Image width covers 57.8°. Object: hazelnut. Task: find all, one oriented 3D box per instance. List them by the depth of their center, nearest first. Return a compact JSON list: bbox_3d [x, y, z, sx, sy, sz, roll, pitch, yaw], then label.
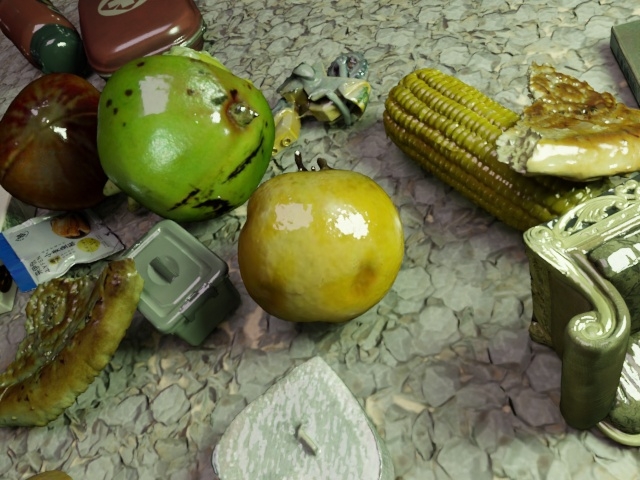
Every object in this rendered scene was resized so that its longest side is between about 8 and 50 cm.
[{"bbox_3d":[-0.436,-0.168,0.969,0.229,0.230,0.230,-11,52,14],"label":"hazelnut"}]

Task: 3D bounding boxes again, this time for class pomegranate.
[{"bbox_3d":[-0.219,-0.140,0.881,0.340,0.260,0.261,-31,40,42],"label":"pomegranate"}]

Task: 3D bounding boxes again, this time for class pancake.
[{"bbox_3d":[0.297,-0.156,0.672,0.265,0.057,0.245,-4,45,-15],"label":"pancake"},{"bbox_3d":[-0.373,0.135,0.787,0.376,0.054,0.197,-40,55,12],"label":"pancake"}]

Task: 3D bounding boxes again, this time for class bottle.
[{"bbox_3d":[-0.655,-0.482,1.380,0.144,0.144,0.336,-40,53,-9],"label":"bottle"}]

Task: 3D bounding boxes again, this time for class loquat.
[{"bbox_3d":[0.002,0.001,0.705,0.212,0.213,0.213,-11,52,14],"label":"loquat"}]

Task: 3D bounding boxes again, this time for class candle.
[{"bbox_3d":[-0.013,0.213,0.634,0.192,0.068,0.169,3,59,22],"label":"candle"}]

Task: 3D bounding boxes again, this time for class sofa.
[{"bbox_3d":[0.328,0.058,0.527,0.258,0.200,0.182,-26,47,0],"label":"sofa"}]

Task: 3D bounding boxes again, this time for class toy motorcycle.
[{"bbox_3d":[-0.011,-0.217,0.944,0.229,0.094,0.130,-35,53,8],"label":"toy motorcycle"}]

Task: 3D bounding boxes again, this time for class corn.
[{"bbox_3d":[0.217,-0.114,0.750,0.131,0.131,0.344,-39,51,-9],"label":"corn"}]

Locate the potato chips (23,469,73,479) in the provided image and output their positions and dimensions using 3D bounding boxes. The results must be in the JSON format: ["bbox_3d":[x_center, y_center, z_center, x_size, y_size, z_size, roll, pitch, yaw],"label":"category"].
[{"bbox_3d":[-0.351,0.368,0.663,0.195,0.062,0.208,2,58,26],"label":"potato chips"}]

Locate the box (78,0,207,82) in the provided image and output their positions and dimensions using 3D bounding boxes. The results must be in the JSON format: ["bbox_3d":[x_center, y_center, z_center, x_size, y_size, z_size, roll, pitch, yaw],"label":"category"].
[{"bbox_3d":[-0.405,-0.490,1.292,0.263,0.108,0.404,-26,49,-4],"label":"box"}]

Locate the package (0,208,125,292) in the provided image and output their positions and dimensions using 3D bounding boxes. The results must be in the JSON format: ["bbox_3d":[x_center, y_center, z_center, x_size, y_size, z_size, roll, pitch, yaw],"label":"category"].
[{"bbox_3d":[-0.436,0.005,0.961,0.173,0.027,0.171,-27,50,-32],"label":"package"}]

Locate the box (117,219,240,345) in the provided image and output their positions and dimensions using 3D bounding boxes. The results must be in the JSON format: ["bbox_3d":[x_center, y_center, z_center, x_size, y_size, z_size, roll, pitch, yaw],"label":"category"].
[{"bbox_3d":[-0.195,0.063,0.806,0.124,0.093,0.172,-46,51,-13],"label":"box"}]

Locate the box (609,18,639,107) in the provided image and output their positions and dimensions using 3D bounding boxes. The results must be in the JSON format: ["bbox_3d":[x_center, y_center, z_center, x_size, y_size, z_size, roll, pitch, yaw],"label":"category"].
[{"bbox_3d":[0.508,-0.188,0.735,0.180,0.047,0.325,-11,52,15],"label":"box"}]

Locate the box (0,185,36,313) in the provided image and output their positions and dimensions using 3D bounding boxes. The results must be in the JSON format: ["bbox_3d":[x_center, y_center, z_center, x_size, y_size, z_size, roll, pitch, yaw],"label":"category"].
[{"bbox_3d":[-0.609,0.024,1.021,0.164,0.069,0.257,-17,51,10],"label":"box"}]

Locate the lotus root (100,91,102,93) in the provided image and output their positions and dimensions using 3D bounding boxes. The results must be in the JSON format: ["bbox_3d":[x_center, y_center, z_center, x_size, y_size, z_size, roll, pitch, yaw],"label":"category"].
[{"bbox_3d":[-0.384,-0.259,1.129,0.329,0.078,0.167,-9,19,12],"label":"lotus root"}]
